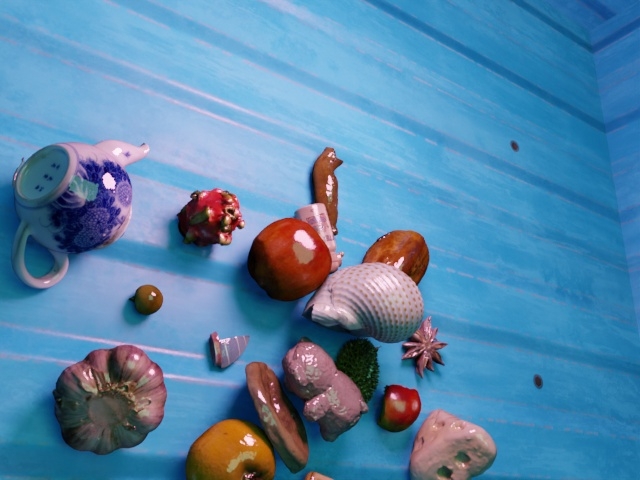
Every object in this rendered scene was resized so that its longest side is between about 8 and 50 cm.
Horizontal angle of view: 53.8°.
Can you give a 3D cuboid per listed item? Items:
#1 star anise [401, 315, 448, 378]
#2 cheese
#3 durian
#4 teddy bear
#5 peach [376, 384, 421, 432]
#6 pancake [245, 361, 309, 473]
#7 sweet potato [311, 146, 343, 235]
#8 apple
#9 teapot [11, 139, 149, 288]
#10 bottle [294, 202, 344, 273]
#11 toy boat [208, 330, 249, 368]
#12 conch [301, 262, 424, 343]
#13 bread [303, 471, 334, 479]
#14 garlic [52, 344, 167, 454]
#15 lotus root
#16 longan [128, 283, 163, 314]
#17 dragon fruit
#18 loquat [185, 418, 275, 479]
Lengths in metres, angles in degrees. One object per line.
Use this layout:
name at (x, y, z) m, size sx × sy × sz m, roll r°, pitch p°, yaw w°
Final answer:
star anise at (0.320, 0.339, 2.003) m, size 0.182 × 0.065 × 0.195 m, roll -39°, pitch 102°, yaw -34°
cheese at (0.375, 0.631, 1.838) m, size 0.173 × 0.251 × 0.248 m, roll 46°, pitch 68°, yaw -13°
durian at (0.115, 0.370, 1.818) m, size 0.137 × 0.095 × 0.220 m, roll 34°, pitch 52°, yaw -21°
teddy bear at (0.000, 0.393, 1.673) m, size 0.267 × 0.151 × 0.236 m, roll 45°, pitch 21°, yaw -11°
peach at (0.233, 0.497, 1.852) m, size 0.118 × 0.151 × 0.151 m, roll 8°, pitch 58°, yaw 15°
pancake at (-0.103, 0.430, 1.555) m, size 0.049 × 0.294 × 0.294 m, roll -27°, pitch 90°, yaw 3°
sweet potato at (0.028, -0.157, 1.960) m, size 0.112 × 0.085 × 0.285 m, roll 8°, pitch 69°, yaw -39°
apple at (-0.090, 0.056, 1.716) m, size 0.230 × 0.230 × 0.229 m, roll 14°, pitch 65°, yaw -32°
teapot at (-0.537, -0.078, 1.431) m, size 0.424 × 0.252 × 0.280 m, roll -60°, pitch 149°, yaw -15°
bottle at (0.000, 0.000, 1.867) m, size 0.110 × 0.097 × 0.209 m, roll -15°, pitch 83°, yaw -14°
toy boat at (-0.227, 0.278, 1.638) m, size 0.122 × 0.034 × 0.096 m, roll -3°, pitch 81°, yaw -39°
conch at (0.116, 0.166, 1.750) m, size 0.319 × 0.303 × 0.215 m, roll 20°, pitch 69°, yaw -22°
bread at (-0.003, 0.655, 1.643) m, size 0.115 × 0.056 × 0.082 m, roll 34°, pitch 36°, yaw -36°
garlic at (-0.452, 0.339, 1.373) m, size 0.245 × 0.160 × 0.244 m, roll -2°, pitch 98°, yaw -12°
lotus root at (0.232, 0.071, 1.979) m, size 0.193 × 0.193 × 0.291 m, roll 50°, pitch 54°, yaw -10°
longan at (-0.424, 0.144, 1.528) m, size 0.083 × 0.075 × 0.075 m, roll -4°, pitch 71°, yaw 5°
dragon fruit at (-0.281, -0.056, 1.635) m, size 0.160 × 0.172 × 0.166 m, roll 39°, pitch 55°, yaw -19°
loquat at (-0.206, 0.519, 1.450) m, size 0.208 × 0.208 × 0.208 m, roll 14°, pitch 65°, yaw -32°
